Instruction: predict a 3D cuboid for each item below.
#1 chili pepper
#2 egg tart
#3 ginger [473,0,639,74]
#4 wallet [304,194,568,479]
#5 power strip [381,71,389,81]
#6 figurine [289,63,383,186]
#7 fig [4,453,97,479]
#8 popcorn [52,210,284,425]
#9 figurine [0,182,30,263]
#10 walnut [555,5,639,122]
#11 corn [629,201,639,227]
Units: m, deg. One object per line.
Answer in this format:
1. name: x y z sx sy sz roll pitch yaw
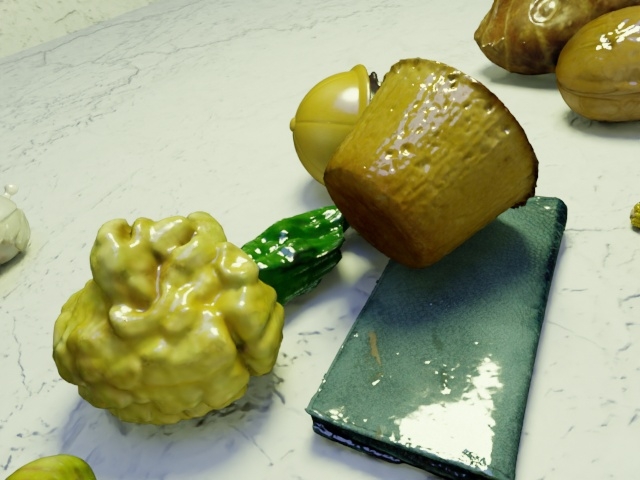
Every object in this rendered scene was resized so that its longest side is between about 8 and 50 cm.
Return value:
1. chili pepper: 0.001 0.001 0.671 0.253 0.083 0.099 -29 42 -28
2. egg tart: 0.111 -0.075 0.581 0.171 0.215 0.215 -46 46 -11
3. ginger: 0.491 -0.379 0.931 0.418 0.254 0.176 -6 64 39
4. wallet: 0.145 0.067 0.571 0.190 0.046 0.379 9 43 27
5. power strip: 0.135 -0.291 1.040 0.047 0.030 0.191 7 42 22
6. figurine: 0.085 -0.155 0.763 0.256 0.167 0.192 3 71 17
7. fig: -0.252 0.248 0.455 0.166 0.093 0.093 -42 27 28
8. popcorn: -0.155 0.071 0.524 0.226 0.203 0.200 16 42 39
9. figurine: -0.544 0.011 0.776 0.144 0.182 0.257 43 45 -1
10. walnut: 0.466 -0.262 0.796 0.207 0.167 0.167 -2 38 27
11. corn: 0.414 -0.026 0.619 0.092 0.037 0.037 15 45 26
